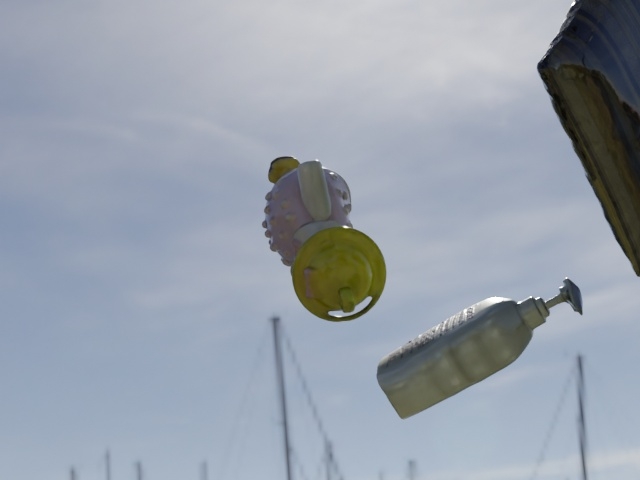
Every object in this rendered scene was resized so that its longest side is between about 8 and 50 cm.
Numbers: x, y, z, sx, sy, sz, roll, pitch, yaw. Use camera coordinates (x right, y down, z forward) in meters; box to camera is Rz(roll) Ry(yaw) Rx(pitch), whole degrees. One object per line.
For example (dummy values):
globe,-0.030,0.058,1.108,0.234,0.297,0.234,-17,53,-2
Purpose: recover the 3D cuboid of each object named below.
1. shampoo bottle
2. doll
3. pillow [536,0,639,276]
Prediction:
shampoo bottle,0.114,0.069,0.990,0.152,0.045,0.077,-32,7,14
doll,0.000,0.000,1.142,0.081,0.207,0.129,-11,-59,-9
pillow,0.241,-0.114,1.077,0.052,0.212,0.208,-3,-49,37
